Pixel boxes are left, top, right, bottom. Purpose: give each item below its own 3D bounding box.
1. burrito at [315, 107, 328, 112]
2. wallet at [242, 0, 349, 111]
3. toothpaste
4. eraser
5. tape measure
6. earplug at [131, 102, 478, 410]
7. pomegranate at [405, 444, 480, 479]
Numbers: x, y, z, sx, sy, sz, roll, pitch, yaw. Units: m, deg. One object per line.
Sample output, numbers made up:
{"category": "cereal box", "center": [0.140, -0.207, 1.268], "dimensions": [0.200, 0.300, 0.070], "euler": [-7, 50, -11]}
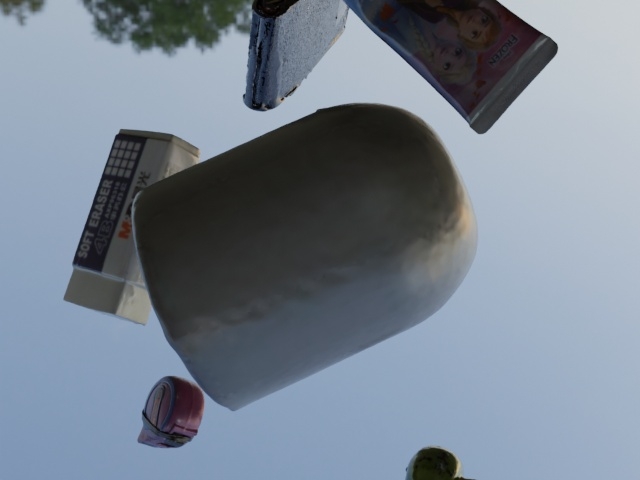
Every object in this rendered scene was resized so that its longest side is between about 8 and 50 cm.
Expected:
{"category": "burrito", "center": [-0.025, -0.131, 1.486], "dimensions": [0.045, 0.185, 0.041], "euler": [-17, -119, -45]}
{"category": "wallet", "center": [-0.030, -0.353, 1.585], "dimensions": [0.071, 0.221, 0.262], "euler": [34, -121, 16]}
{"category": "toothpaste", "center": [0.071, -0.211, 0.840], "dimensions": [0.266, 0.096, 0.061], "euler": [44, -167, 11]}
{"category": "eraser", "center": [-0.281, -0.023, 1.490], "dimensions": [0.124, 0.279, 0.081], "euler": [10, 169, 36]}
{"category": "tape measure", "center": [-0.249, 0.287, 1.664], "dimensions": [0.074, 0.118, 0.125], "euler": [25, 159, -36]}
{"category": "earplug", "center": [0.000, 0.000, 1.282], "dimensions": [0.394, 0.313, 0.313], "euler": [-24, -150, 6]}
{"category": "pomegranate", "center": [0.211, 0.406, 1.679], "dimensions": [0.142, 0.115, 0.114], "euler": [14, -150, 24]}
